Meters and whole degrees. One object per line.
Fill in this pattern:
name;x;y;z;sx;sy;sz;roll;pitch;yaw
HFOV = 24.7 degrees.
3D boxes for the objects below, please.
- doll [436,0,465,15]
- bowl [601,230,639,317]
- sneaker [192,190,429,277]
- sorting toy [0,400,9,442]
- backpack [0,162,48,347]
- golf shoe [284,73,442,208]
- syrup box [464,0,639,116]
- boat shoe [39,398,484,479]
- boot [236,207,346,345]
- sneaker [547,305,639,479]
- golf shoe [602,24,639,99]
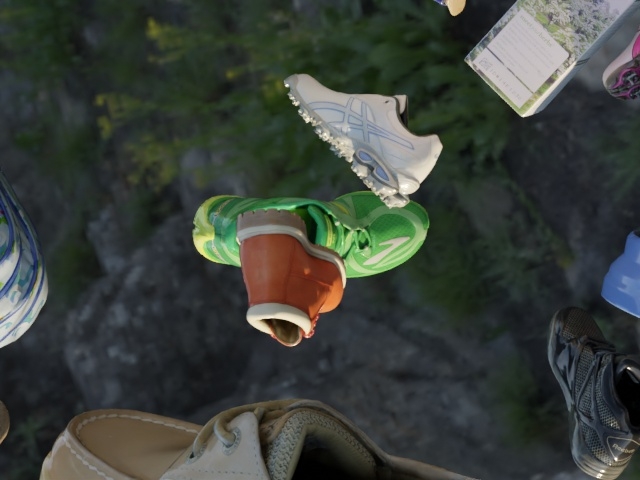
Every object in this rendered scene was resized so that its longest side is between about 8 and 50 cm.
doll;0.118;-0.344;1.750;0.189;0.129;0.046;41;164;32
bowl;0.488;0.070;1.507;0.391;0.391;0.077;24;103;56
sneaker;0.000;0.000;1.729;0.123;0.296;0.109;-158;68;-65
sorting toy;-0.285;0.211;0.699;0.041;0.229;0.307;44;113;-12
backpack;-0.511;-0.008;1.894;0.355;0.290;0.273;57;161;2
golf shoe;0.042;-0.111;1.365;0.176;0.086;0.069;45;-178;25
syrup box;0.274;-0.250;1.573;0.093;0.096;0.237;46;111;9
boat shoe;-0.011;0.117;0.659;0.302;0.109;0.098;15;111;39
boot;-0.020;0.040;1.053;0.158;0.059;0.084;41;-138;-65
sneaker;0.323;0.142;1.637;0.227;0.087;0.130;-92;27;-47
golf shoe;0.370;-0.221;1.551;0.086;0.186;0.067;53;-179;42
